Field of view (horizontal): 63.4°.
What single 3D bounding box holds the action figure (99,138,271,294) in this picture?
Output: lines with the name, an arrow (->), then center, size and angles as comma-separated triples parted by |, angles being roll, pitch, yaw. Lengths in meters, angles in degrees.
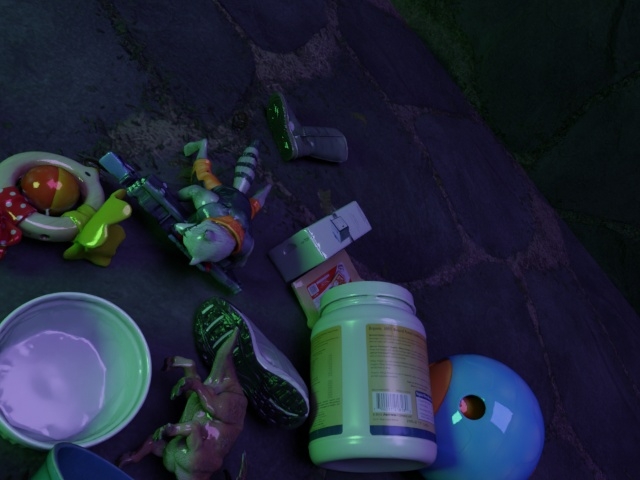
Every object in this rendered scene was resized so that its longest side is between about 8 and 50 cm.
action figure -> -0.207, -0.087, 0.947 | 0.341, 0.178, 0.330 | 47, 22, -31

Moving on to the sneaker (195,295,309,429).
sneaker -> -0.122, 0.214, 0.930 | 0.271, 0.100, 0.108 | 50, 8, 2

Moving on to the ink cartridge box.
ink cartridge box -> 0.000, 0.000, 1.130 | 0.191, 0.140, 0.082 | -34, 93, -48

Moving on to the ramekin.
ramekin -> -0.349, 0.185, 0.704 | 0.207, 0.109, 0.207 | 23, 51, -32

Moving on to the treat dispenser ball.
treat dispenser ball -> 0.309, 0.381, 1.074 | 0.288, 0.288, 0.288 | 23, 51, -32

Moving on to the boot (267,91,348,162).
boot -> -0.027, -0.286, 1.334 | 0.208, 0.076, 0.189 | -13, 89, -40

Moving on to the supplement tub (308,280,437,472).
supplement tub -> 0.093, 0.259, 0.985 | 0.228, 0.228, 0.316 | 23, 53, -32

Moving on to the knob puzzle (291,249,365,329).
knob puzzle -> 0.034, 0.141, 1.154 | 0.213, 0.030, 0.213 | 11, 72, -36

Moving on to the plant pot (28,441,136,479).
plant pot -> -0.266, 0.399, 0.524 | 0.271, 0.272, 0.255 | 47, 69, -11

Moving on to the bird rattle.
bird rattle -> -0.430, -0.050, 0.800 | 0.254, 0.143, 0.207 | 5, 50, -27

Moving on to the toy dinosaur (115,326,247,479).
toy dinosaur -> -0.161, 0.288, 0.777 | 0.200, 0.127, 0.295 | 33, 62, -27
